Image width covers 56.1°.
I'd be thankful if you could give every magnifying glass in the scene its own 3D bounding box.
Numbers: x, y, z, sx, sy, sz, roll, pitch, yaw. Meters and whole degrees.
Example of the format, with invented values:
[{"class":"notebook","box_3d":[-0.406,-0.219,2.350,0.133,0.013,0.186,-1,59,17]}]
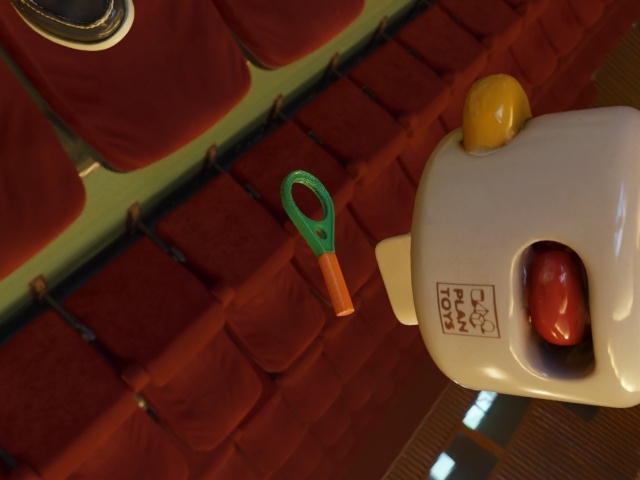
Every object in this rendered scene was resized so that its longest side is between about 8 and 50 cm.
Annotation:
[{"class":"magnifying glass","box_3d":[0.000,0.000,0.887,0.092,0.230,0.026,1,152,-47]}]

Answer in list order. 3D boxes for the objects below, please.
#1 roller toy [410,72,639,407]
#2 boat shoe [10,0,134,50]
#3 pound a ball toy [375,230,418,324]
[{"class":"roller toy","box_3d":[0.148,0.009,0.413,0.209,0.146,0.191,41,56,-49]},{"class":"boat shoe","box_3d":[-0.375,-0.369,0.754,0.127,0.340,0.113,-43,164,-2]},{"class":"pound a ball toy","box_3d":[0.252,0.003,0.635,0.319,0.135,0.208,-11,-165,37]}]
